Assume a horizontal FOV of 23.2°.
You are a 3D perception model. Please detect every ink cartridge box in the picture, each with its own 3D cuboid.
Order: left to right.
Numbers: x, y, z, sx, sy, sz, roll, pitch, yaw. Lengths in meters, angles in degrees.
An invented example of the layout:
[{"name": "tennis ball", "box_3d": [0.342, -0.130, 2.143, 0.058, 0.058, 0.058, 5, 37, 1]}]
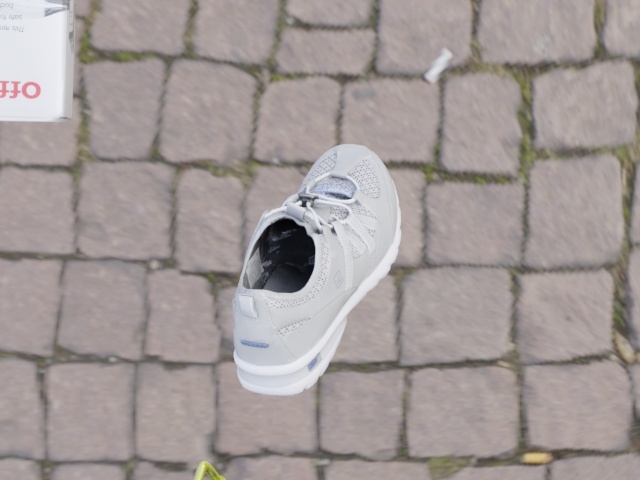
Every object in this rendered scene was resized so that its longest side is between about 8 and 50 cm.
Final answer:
[{"name": "ink cartridge box", "box_3d": [-0.362, -0.268, 1.614, 0.211, 0.121, 0.289, 2, 93, -4]}]

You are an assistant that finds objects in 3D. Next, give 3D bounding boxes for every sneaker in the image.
[{"name": "sneaker", "box_3d": [0.000, 0.000, 1.339, 0.105, 0.115, 0.281, 3, 43, 17]}]

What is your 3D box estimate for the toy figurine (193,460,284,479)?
[{"name": "toy figurine", "box_3d": [-0.150, 0.390, 1.395, 0.217, 0.191, 0.362, -14, 60, 38]}]
